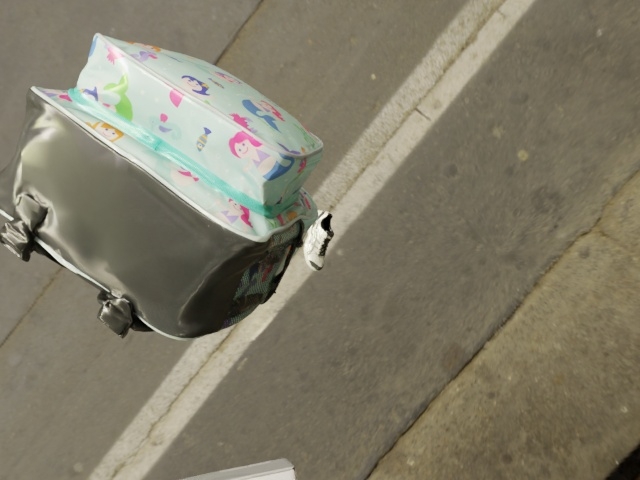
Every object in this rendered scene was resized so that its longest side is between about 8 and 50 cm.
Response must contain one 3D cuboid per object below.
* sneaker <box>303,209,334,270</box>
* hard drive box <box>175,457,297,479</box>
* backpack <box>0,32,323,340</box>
[{"bbox_3d":[0.000,0.000,0.901,0.036,0.031,0.083,-1,89,39],"label":"sneaker"},{"bbox_3d":[-0.103,0.401,0.802,0.181,0.089,0.232,-7,81,-11],"label":"hard drive box"},{"bbox_3d":[-0.110,-0.048,0.564,0.225,0.253,0.191,34,98,8],"label":"backpack"}]
